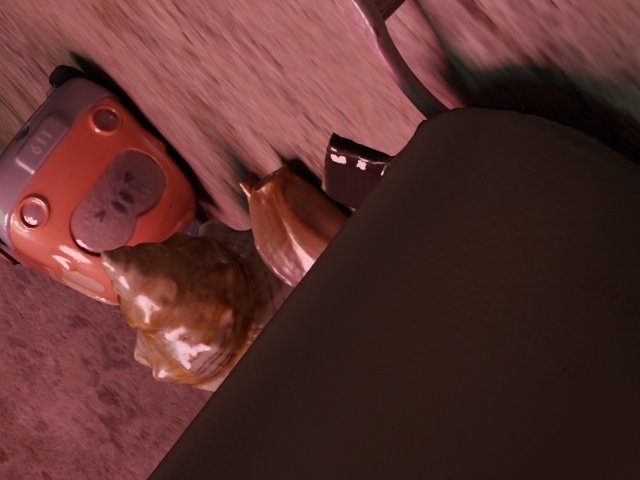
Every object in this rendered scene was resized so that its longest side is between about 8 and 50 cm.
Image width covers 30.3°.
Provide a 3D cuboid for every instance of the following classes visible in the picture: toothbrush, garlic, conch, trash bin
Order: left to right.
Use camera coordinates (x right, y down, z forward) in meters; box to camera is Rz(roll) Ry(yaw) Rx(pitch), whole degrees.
[{"bbox_3d":[-0.040,0.074,1.073,0.386,0.170,0.203,14,-147,-36],"label":"conch"},{"bbox_3d":[-0.006,0.005,0.911,0.152,0.066,0.084,46,165,6],"label":"garlic"},{"bbox_3d":[0.058,0.105,0.538,0.277,0.262,0.217,35,162,13],"label":"trash bin"},{"bbox_3d":[0.085,-0.039,0.611,0.307,0.029,0.025,51,166,-31],"label":"toothbrush"}]

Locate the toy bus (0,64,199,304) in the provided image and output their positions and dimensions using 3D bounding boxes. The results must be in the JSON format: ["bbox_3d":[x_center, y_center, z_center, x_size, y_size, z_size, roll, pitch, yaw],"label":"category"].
[{"bbox_3d":[-0.239,-0.031,1.258,0.232,0.194,0.288,38,166,-2],"label":"toy bus"}]
